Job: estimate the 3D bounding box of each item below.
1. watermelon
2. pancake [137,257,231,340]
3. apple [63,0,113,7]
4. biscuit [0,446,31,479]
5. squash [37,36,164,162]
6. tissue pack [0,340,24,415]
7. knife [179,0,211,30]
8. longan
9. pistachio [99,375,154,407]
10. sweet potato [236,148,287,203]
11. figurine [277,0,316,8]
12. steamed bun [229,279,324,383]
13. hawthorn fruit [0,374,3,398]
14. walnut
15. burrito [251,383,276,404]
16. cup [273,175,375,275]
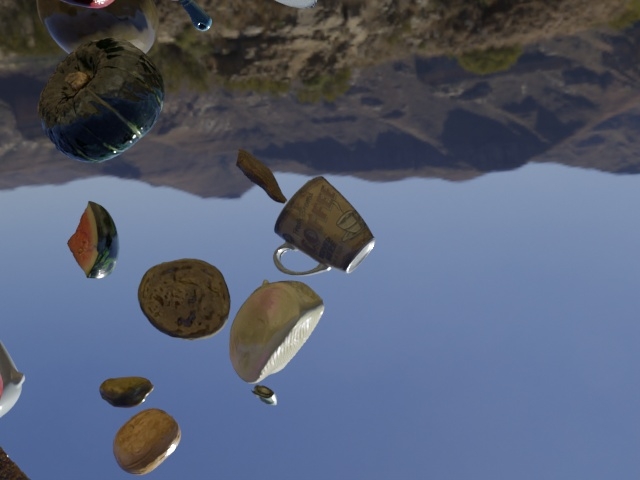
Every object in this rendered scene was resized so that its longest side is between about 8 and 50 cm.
[{"bbox_3d":[-0.559,-0.008,1.868,0.137,0.145,0.193,30,-163,-12],"label":"watermelon"},{"bbox_3d":[-0.334,0.138,1.853,0.242,0.241,0.050,-14,161,-30],"label":"pancake"},{"bbox_3d":[-0.462,-0.539,1.412,0.181,0.168,0.181,18,-168,-4],"label":"apple"},{"bbox_3d":[-0.722,0.589,1.678,0.131,0.236,0.026,-40,-174,-17],"label":"biscuit"},{"bbox_3d":[-0.425,-0.272,1.424,0.252,0.165,0.252,-16,-131,19],"label":"squash"},{"bbox_3d":[-0.918,0.322,1.845,0.236,0.333,0.229,-29,-175,23],"label":"tissue pack"},{"bbox_3d":[-0.376,-0.639,1.907,0.058,0.244,0.032,-12,-131,38],"label":"knife"},{"bbox_3d":[-0.648,-0.680,2.159,0.361,0.360,0.361,-7,-169,1],"label":"longan"},{"bbox_3d":[-0.678,0.524,2.552,0.190,0.100,0.110,1,147,-5],"label":"pistachio"},{"bbox_3d":[-0.195,-0.209,2.455,0.077,0.244,0.077,-44,173,-7],"label":"sweet potato"},{"bbox_3d":[-0.042,-0.632,1.576,0.176,0.236,0.133,14,175,38],"label":"figurine"},{"bbox_3d":[-0.112,0.184,1.599,0.152,0.238,0.170,44,-159,18],"label":"steamed bun"},{"bbox_3d":[-0.688,0.219,1.327,0.212,0.298,0.211,6,-166,-2],"label":"hawthorn fruit"},{"bbox_3d":[-0.501,0.572,2.104,0.197,0.165,0.165,-34,-160,-18],"label":"walnut"},{"bbox_3d":[-0.177,0.500,2.370,0.074,0.044,0.118,15,159,14],"label":"burrito"},{"bbox_3d":[0.000,0.000,2.191,0.257,0.301,0.227,42,-175,16],"label":"cup"}]
